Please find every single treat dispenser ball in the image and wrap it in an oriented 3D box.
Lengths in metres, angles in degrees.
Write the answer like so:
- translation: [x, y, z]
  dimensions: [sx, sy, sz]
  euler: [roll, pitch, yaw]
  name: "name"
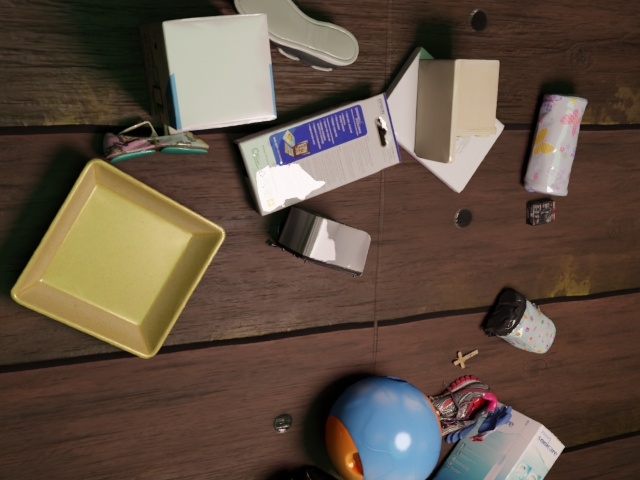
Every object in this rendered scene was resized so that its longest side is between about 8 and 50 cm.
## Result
- translation: [0.155, 0.480, 1.823]
  dimensions: [0.288, 0.288, 0.288]
  euler: [-6, 106, -23]
  name: "treat dispenser ball"

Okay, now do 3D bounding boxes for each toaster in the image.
- translation: [0.000, 0.000, 1.702]
  dimensions: [0.185, 0.168, 0.110]
  euler: [17, 93, -28]
  name: "toaster"

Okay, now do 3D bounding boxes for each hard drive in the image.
- translation: [0.291, -0.292, 1.825]
  dimensions: [0.318, 0.040, 0.210]
  euler: [35, 87, -27]
  name: "hard drive"

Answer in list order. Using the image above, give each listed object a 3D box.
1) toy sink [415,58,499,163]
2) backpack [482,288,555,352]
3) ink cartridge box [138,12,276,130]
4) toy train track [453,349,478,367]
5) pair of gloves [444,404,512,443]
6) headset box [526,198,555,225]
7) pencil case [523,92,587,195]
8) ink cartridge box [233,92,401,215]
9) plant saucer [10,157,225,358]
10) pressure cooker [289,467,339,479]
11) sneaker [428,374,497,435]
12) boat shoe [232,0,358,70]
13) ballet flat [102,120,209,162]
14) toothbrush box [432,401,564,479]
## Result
- translation: [0.320, -0.305, 1.727]
  dimensions: [0.131, 0.153, 0.234]
  euler: [-5, 104, -24]
  name: "toy sink"
- translation: [0.558, 0.238, 2.040]
  dimensions: [0.182, 0.115, 0.152]
  euler: [36, 84, -30]
  name: "backpack"
- translation: [-0.228, -0.336, 1.454]
  dimensions: [0.197, 0.270, 0.198]
  euler: [-11, 107, -20]
  name: "ink cartridge box"
- translation: [0.401, 0.323, 2.048]
  dimensions: [0.083, 0.014, 0.048]
  euler: [-22, 104, -24]
  name: "toy train track"
- translation: [0.427, 0.503, 2.019]
  dimensions: [0.159, 0.198, 0.023]
  euler: [-30, 93, -36]
  name: "pair of gloves"
- translation: [0.608, -0.078, 2.026]
  dimensions: [0.083, 0.032, 0.062]
  euler: [-11, 108, -22]
  name: "headset box"
- translation: [0.620, -0.251, 1.943]
  dimensions: [0.124, 0.113, 0.273]
  euler: [1, 103, -33]
  name: "pencil case"
- translation: [-0.002, -0.204, 1.702]
  dimensions: [0.371, 0.069, 0.176]
  euler: [-21, 110, -15]
  name: "ink cartridge box"
- translation: [-0.425, 0.038, 1.568]
  dimensions: [0.333, 0.081, 0.333]
  euler: [31, 90, -27]
  name: "plant saucer"
- translation: [-0.022, 0.821, 1.793]
  dimensions: [0.370, 0.375, 0.420]
  euler: [37, 86, 12]
  name: "pressure cooker"
- translation: [0.339, 0.472, 2.003]
  dimensions: [0.299, 0.112, 0.121]
  euler: [-31, 113, -14]
  name: "sneaker"
- translation: [-0.065, -0.448, 1.598]
  dimensions: [0.302, 0.091, 0.114]
  euler: [25, 73, -25]
  name: "boat shoe"
- translation: [-0.345, -0.213, 1.550]
  dimensions: [0.221, 0.077, 0.079]
  euler: [-9, 89, -21]
  name: "ballet flat"
- translation: [0.487, 0.615, 2.034]
  dimensions: [0.126, 0.216, 0.295]
  euler: [43, 78, -27]
  name: "toothbrush box"
